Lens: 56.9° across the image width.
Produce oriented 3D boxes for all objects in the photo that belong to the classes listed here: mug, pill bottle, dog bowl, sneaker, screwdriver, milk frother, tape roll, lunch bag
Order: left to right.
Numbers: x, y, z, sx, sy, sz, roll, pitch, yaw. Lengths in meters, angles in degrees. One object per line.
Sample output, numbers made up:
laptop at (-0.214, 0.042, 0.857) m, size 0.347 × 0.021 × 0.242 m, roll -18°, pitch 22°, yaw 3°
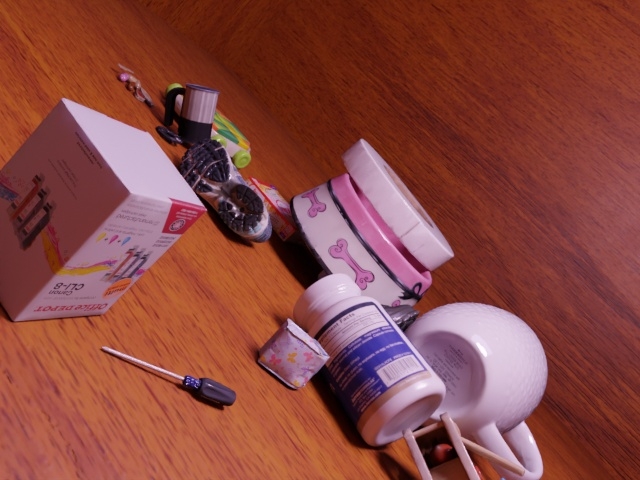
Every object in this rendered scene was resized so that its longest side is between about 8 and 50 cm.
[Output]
screwdriver at (-0.161, 0.148, 0.646) m, size 0.170 × 0.024 × 0.025 m, roll 34°, pitch -13°, yaw -37°
milk frother at (-0.315, -0.300, 1.407) m, size 0.129 × 0.134 × 0.143 m, roll 10°, pitch 17°, yaw -11°
sneaker at (-0.199, -0.097, 1.252) m, size 0.283 × 0.110 × 0.122 m, roll 53°, pitch -4°, yaw 28°
lunch bag at (-0.039, 0.170, 0.867) m, size 0.083 × 0.071 × 0.053 m, roll 40°, pitch 8°, yaw -11°
pill bottle at (0.070, 0.188, 0.977) m, size 0.153 × 0.153 × 0.264 m, roll 29°, pitch 19°, yaw -53°
dog bowl at (0.112, 0.010, 1.435) m, size 0.408 × 0.150 × 0.408 m, roll 49°, pitch 13°, yaw -15°
sneaker at (0.103, 0.161, 1.214) m, size 0.130 × 0.109 × 0.286 m, roll 41°, pitch 23°, yaw 26°
tape roll at (0.200, -0.094, 1.526) m, size 0.392 × 0.072 × 0.392 m, roll 48°, pitch 13°, yaw -15°
mug at (0.309, 0.298, 1.160) m, size 0.328 × 0.276 × 0.374 m, roll 18°, pitch 40°, yaw -61°

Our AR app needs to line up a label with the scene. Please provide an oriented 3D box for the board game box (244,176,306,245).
board game box at (-0.110, -0.073, 1.541) m, size 0.193 × 0.045 × 0.147 m, roll 49°, pitch 12°, yaw 17°

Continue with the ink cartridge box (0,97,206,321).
ink cartridge box at (-0.238, -0.023, 0.594) m, size 0.127 × 0.176 × 0.128 m, roll 51°, pitch 13°, yaw 16°

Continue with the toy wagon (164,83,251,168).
toy wagon at (-0.299, -0.321, 1.716) m, size 0.267 × 0.068 × 0.344 m, roll 51°, pitch 13°, yaw 27°

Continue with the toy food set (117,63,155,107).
toy food set at (-0.469, -0.385, 1.478) m, size 0.122 × 0.019 × 0.078 m, roll 57°, pitch 15°, yaw 19°

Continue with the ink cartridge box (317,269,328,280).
ink cartridge box at (0.100, 0.153, 1.485) m, size 0.206 × 0.045 × 0.208 m, roll 48°, pitch 10°, yaw 14°

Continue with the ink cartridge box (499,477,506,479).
ink cartridge box at (0.285, 0.453, 0.945) m, size 0.052 × 0.088 × 0.122 m, roll 45°, pitch 11°, yaw 1°

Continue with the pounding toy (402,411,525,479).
pounding toy at (0.224, 0.338, 0.879) m, size 0.269 × 0.155 × 0.154 m, roll -110°, pitch 175°, yaw -65°
